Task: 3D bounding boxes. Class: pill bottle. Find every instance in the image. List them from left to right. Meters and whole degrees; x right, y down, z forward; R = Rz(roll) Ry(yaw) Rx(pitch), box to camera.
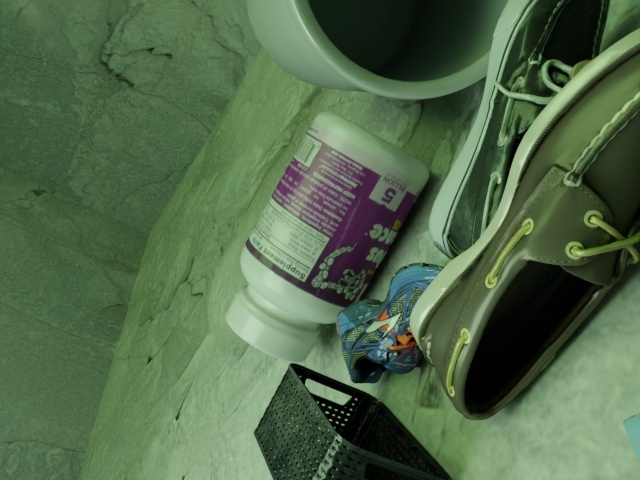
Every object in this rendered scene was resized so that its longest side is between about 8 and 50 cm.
[{"bbox_3d":[0.000,0.000,0.826,0.301,0.169,0.169,-61,21,9],"label":"pill bottle"}]

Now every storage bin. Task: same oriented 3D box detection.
[{"bbox_3d":[0.022,0.202,0.600,0.084,0.122,0.180,-62,21,3],"label":"storage bin"}]

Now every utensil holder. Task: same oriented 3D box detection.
[{"bbox_3d":[0.071,-0.365,0.888,0.327,0.328,0.385,-62,18,5],"label":"utensil holder"}]

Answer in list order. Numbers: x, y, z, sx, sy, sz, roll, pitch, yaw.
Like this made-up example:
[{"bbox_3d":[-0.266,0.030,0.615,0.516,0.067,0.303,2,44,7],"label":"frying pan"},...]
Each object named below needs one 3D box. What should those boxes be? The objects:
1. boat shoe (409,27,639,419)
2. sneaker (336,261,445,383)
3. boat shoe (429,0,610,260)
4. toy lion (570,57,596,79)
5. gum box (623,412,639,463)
[{"bbox_3d":[0.179,0.003,0.468,0.324,0.117,0.096,-60,30,31],"label":"boat shoe"},{"bbox_3d":[0.093,0.091,0.650,0.221,0.083,0.087,135,141,-52],"label":"sneaker"},{"bbox_3d":[0.198,-0.112,0.573,0.306,0.113,0.105,-64,27,6],"label":"boat shoe"},{"bbox_3d":[0.252,-0.113,0.497,0.034,0.096,0.100,-71,-28,-78],"label":"toy lion"},{"bbox_3d":[0.242,0.129,0.282,0.157,0.041,0.184,-49,24,33],"label":"gum box"}]
